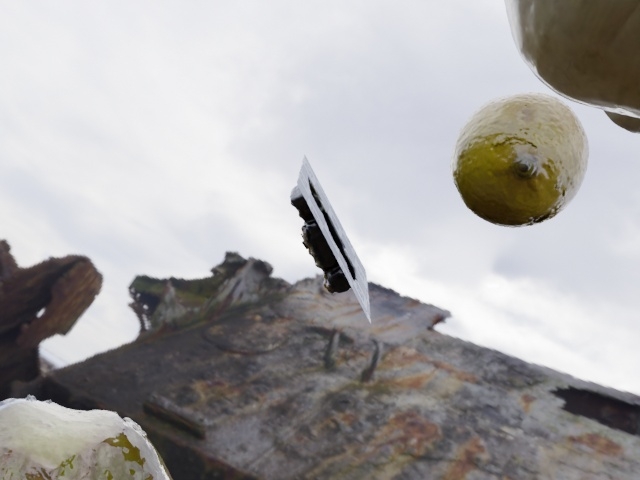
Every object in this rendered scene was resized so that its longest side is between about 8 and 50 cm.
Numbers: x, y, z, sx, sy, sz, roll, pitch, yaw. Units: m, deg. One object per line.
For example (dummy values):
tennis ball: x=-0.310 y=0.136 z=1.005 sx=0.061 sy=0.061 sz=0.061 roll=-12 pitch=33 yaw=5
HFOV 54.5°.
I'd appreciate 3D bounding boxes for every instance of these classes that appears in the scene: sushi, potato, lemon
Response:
sushi: x=0.000 y=0.000 z=0.875 sx=0.215 sy=0.050 sz=0.192 roll=62 pitch=10 yaw=-16
potato: x=-0.202 y=0.291 z=0.561 sx=0.196 sy=0.246 sz=0.300 roll=4 pitch=-68 yaw=16
lemon: x=0.349 y=-0.144 z=1.083 sx=0.228 sy=0.253 sz=0.229 roll=25 pitch=-44 yaw=27

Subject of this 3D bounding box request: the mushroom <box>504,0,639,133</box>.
mushroom: x=0.235 y=-0.153 z=0.385 sx=0.234 sy=0.253 sz=0.260 roll=81 pitch=-11 yaw=-58
